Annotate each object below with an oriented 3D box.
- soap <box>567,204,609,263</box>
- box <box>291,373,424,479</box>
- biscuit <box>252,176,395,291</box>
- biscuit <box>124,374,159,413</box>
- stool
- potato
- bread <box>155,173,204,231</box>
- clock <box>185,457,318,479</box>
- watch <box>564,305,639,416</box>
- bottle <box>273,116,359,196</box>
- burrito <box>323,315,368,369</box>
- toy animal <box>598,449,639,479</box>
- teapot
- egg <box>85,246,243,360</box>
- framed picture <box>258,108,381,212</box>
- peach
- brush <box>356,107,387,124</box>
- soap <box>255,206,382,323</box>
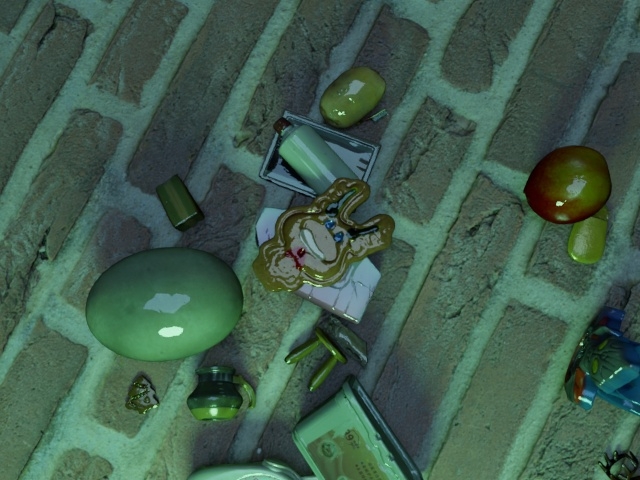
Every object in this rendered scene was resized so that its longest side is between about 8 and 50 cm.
[{"bbox_3d":[0.662,-0.026,1.525,0.089,0.033,0.168,12,82,0],"label":"soap"},{"bbox_3d":[0.082,0.490,1.407,0.182,0.175,0.312,-35,84,6],"label":"box"},{"bbox_3d":[0.000,0.000,1.411,0.334,0.047,0.202,-32,85,0],"label":"biscuit"},{"bbox_3d":[-0.431,0.373,1.495,0.082,0.016,0.092,0,84,1],"label":"biscuit"},{"bbox_3d":[-0.010,0.279,1.456,0.110,0.135,0.134,-40,40,-1],"label":"stool"},{"bbox_3d":[0.077,-0.357,1.536,0.178,0.118,0.109,-39,49,7],"label":"potato"},{"bbox_3d":[-0.355,-0.100,1.520,0.074,0.084,0.139,-32,83,-2],"label":"bread"},{"bbox_3d":[-0.141,0.634,1.413,0.324,0.108,0.265,-9,82,-1],"label":"clock"},{"bbox_3d":[0.708,0.299,1.350,0.274,0.305,0.241,26,85,11],"label":"watch"},{"bbox_3d":[-0.022,-0.201,1.502,0.104,0.104,0.245,-42,85,-4],"label":"bottle"},{"bbox_3d":[0.070,0.243,1.493,0.149,0.041,0.055,42,78,7],"label":"burrito"},{"bbox_3d":[0.687,0.644,1.415,0.243,0.087,0.260,-35,87,-5],"label":"toy animal"},{"bbox_3d":[-0.230,0.359,1.452,0.166,0.130,0.119,11,64,-30],"label":"teapot"},{"bbox_3d":[-0.351,0.143,1.404,0.352,0.258,0.258,-2,83,2],"label":"egg"},{"bbox_3d":[-0.002,-0.200,1.563,0.265,0.018,0.192,20,85,3],"label":"framed picture"},{"bbox_3d":[0.579,-0.126,1.466,0.197,0.197,0.197,0,83,1],"label":"peach"},{"bbox_3d":[0.131,-0.309,1.573,0.083,0.019,0.021,-27,93,-4],"label":"brush"},{"bbox_3d":[-0.015,0.045,1.486,0.324,0.109,0.193,27,84,5],"label":"soap"}]
